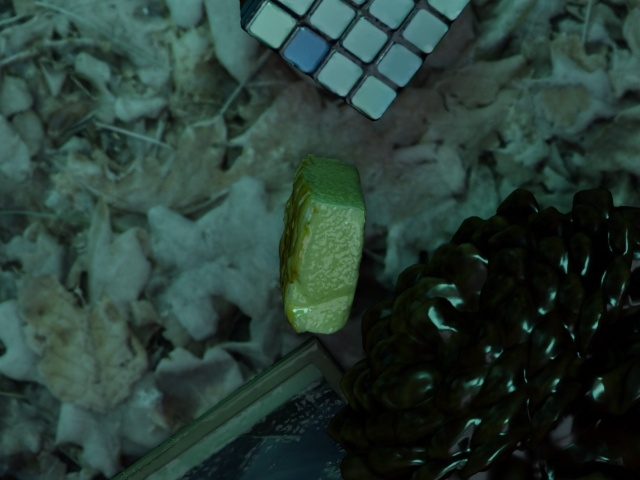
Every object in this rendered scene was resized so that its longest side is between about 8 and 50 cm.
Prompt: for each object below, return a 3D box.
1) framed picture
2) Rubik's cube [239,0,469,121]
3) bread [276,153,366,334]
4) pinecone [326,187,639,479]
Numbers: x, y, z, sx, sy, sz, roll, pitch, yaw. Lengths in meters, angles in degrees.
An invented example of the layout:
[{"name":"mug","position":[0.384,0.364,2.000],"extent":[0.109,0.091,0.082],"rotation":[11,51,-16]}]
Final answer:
[{"name":"framed picture","position":[-0.067,0.282,2.001],"extent":[0.335,0.022,0.247],"rotation":[-35,107,9]},{"name":"Rubik's cube","position":[0.031,-0.225,1.767],"extent":[0.154,0.151,0.155],"rotation":[33,104,-14]},{"name":"bread","position":[0.000,0.000,1.821],"extent":[0.068,0.188,0.125],"rotation":[8,106,-4]},{"name":"pinecone","position":[0.220,0.168,1.788],"extent":[0.397,0.398,0.398],"rotation":[-1,109,-2]}]
